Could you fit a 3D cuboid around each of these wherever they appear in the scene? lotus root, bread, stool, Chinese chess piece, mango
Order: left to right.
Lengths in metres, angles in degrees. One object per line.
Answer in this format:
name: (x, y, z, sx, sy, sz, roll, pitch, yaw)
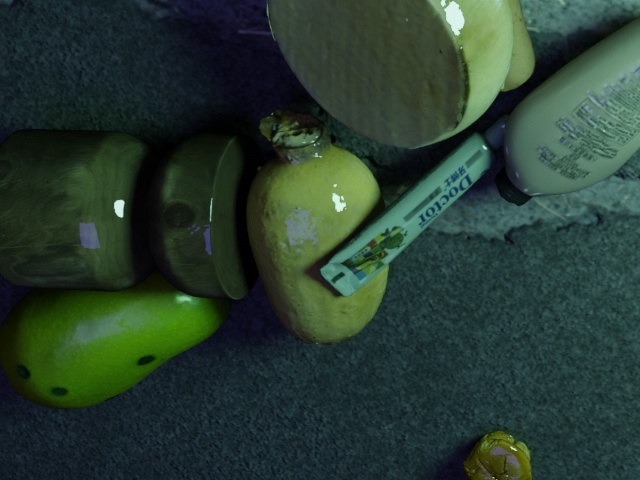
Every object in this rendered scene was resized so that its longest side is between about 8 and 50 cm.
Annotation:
mango: (-0.244, 0.103, 2.096, 0.293, 0.143, 0.175, -21, 145, 21)
stool: (-0.208, -0.031, 1.958, 0.264, 0.179, 0.179, 2, 126, 17)
lotus root: (-0.001, 0.002, 1.932, 0.131, 0.146, 0.303, 40, 149, 45)
Chinese chess piece: (0.067, -0.210, 1.730, 0.251, 0.097, 0.250, 28, 143, 24)
bread: (0.209, 0.262, 2.117, 0.083, 0.046, 0.081, -11, 118, 28)

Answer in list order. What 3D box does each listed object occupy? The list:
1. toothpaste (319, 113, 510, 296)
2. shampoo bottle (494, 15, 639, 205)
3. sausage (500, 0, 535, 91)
toothpaste: (0.105, -0.038, 1.861, 0.255, 0.037, 0.067, -42, 140, 5)
shampoo bottle: (0.265, -0.119, 1.787, 0.127, 0.078, 0.257, 27, 130, -23)
sausage: (0.143, -0.277, 1.720, 0.066, 0.065, 0.301, -6, 125, 24)
